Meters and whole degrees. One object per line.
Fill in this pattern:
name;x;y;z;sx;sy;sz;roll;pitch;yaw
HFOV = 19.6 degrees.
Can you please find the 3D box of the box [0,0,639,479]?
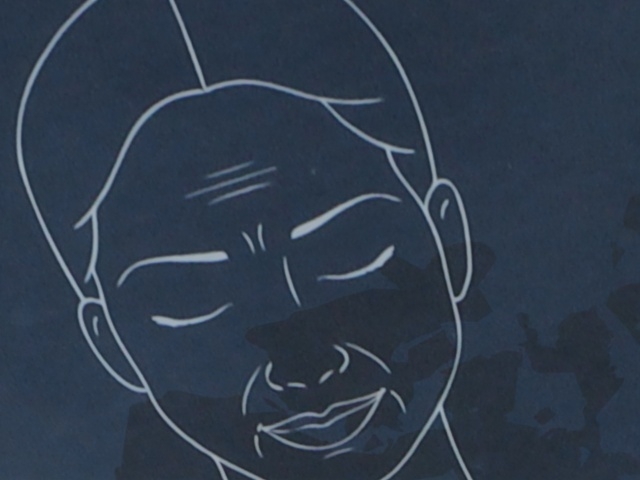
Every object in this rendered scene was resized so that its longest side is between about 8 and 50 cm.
box;0.000;0.000;0.659;0.294;0.212;0.395;-16;113;8
